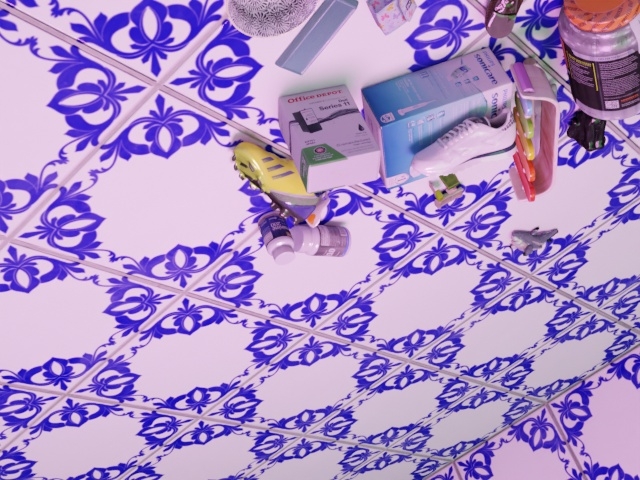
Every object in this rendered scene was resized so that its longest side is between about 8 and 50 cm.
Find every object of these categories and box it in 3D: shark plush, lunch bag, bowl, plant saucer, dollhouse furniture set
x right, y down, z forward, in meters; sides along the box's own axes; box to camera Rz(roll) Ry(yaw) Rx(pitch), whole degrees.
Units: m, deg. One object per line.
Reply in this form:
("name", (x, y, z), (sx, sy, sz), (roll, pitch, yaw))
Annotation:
("shark plush", (0.614, -0.006, 2.555), (0.161, 0.073, 0.067), (-8, 114, -12))
("lunch bag", (0.139, -0.440, 1.692), (0.083, 0.053, 0.071), (-34, 146, 2))
("bowl", (-0.089, -0.438, 1.540), (0.170, 0.080, 0.170), (-14, 145, -10))
("plant saucer", (-0.006, -0.390, 1.710), (0.067, 0.018, 0.192), (13, 132, -41))
("dollhouse furniture set", (0.310, -0.136, 2.231), (0.076, 0.058, 0.151), (-30, 165, -1))

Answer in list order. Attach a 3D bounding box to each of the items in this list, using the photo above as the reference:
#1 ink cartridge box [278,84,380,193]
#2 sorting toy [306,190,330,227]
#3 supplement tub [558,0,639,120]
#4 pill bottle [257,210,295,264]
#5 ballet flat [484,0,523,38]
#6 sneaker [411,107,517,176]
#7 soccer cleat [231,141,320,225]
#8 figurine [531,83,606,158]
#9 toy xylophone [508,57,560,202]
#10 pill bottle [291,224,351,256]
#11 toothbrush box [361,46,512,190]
("ink cartridge box", (0.014, -0.207, 1.804), (0.153, 0.208, 0.086), (-14, 142, -13))
("sorting toy", (-0.006, -0.083, 2.093), (0.075, 0.083, 0.045), (-40, 112, 18))
("supplement tub", (0.602, -0.409, 1.865), (0.194, 0.193, 0.316), (-27, 146, 7))
("pill bottle", (-0.100, -0.004, 2.095), (0.067, 0.120, 0.067), (-15, 146, -11))
("ballet flat", (0.382, -0.508, 1.738), (0.084, 0.058, 0.249), (11, 132, -8))
("sneaker", (0.295, -0.205, 1.866), (0.235, 0.090, 0.094), (-19, 130, -10))
("soccer cleat", (-0.093, -0.145, 1.961), (0.121, 0.093, 0.289), (-53, 140, -8))
("figurine", (0.577, -0.296, 2.116), (0.215, 0.092, 0.209), (-17, 138, -6))
("toy xylophone", (0.453, -0.248, 1.945), (0.081, 0.236, 0.322), (-9, 127, 3))
("pill bottle", (0.000, 0.000, 2.194), (0.137, 0.078, 0.078), (3, 139, -32))
("toothbrush box", (0.252, -0.260, 1.935), (0.296, 0.126, 0.216), (-19, 145, -3))
